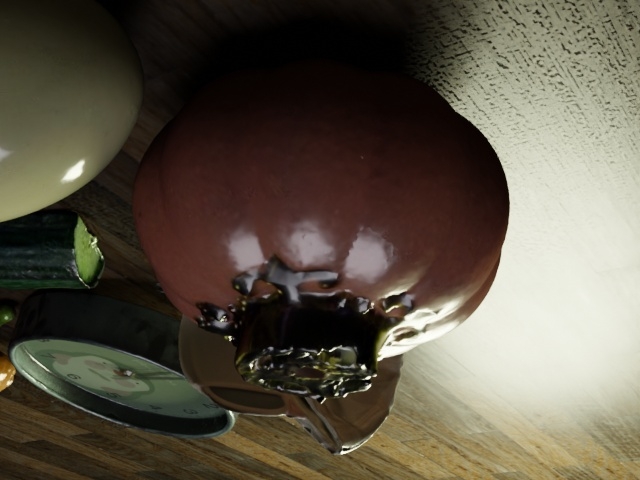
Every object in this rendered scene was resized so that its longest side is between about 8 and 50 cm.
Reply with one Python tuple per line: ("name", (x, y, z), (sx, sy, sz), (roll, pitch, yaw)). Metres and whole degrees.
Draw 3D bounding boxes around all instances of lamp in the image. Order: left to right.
("lamp", (0.000, 0.000, 0.755), (0.305, 0.240, 0.305), (3, 153, 2))

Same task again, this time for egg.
("egg", (-0.244, -0.103, 0.652), (0.241, 0.186, 0.186), (-7, 150, 9))

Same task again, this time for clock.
("clock", (-0.250, 0.171, 1.229), (0.318, 0.066, 0.319), (12, 150, 7))

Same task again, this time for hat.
("hat", (-0.033, 0.113, 1.035), (0.225, 0.220, 0.164), (7, 165, 19))

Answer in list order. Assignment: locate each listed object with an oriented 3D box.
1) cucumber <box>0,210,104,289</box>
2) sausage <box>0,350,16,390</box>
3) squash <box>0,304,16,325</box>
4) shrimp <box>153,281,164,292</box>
("cucumber", (-0.298, 0.021, 1.023), (0.115, 0.062, 0.116), (0, 150, 14))
("sausage", (-0.539, 0.162, 1.280), (0.238, 0.098, 0.098), (18, 149, -21))
("squash", (-0.419, 0.101, 1.220), (0.027, 0.027, 0.089), (22, 150, -31))
("shrimp", (-0.047, 0.113, 1.154), (0.185, 0.068, 0.287), (-16, 144, 29))
